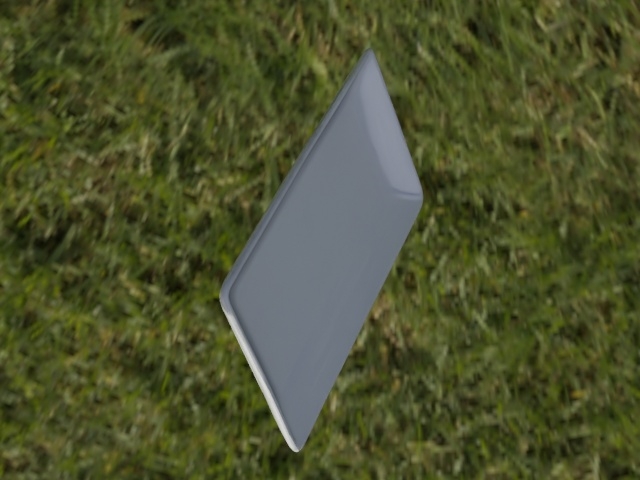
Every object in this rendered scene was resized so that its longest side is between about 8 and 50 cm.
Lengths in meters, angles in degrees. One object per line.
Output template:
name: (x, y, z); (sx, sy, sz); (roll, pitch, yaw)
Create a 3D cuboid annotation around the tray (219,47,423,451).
tray: (0.000, 0.000, 1.062); (0.030, 0.270, 0.145); (-1, 130, 29)
